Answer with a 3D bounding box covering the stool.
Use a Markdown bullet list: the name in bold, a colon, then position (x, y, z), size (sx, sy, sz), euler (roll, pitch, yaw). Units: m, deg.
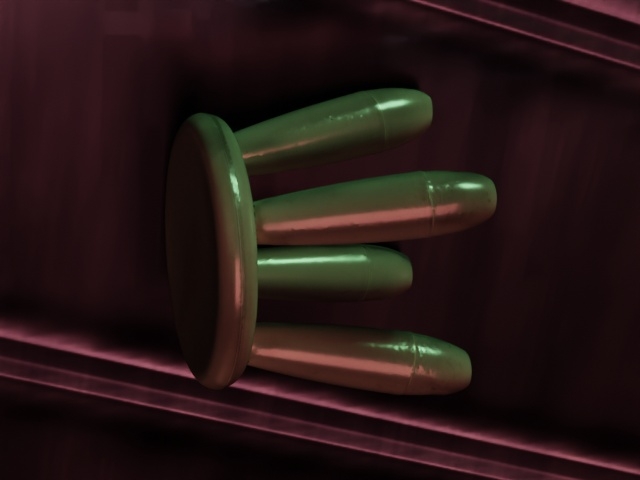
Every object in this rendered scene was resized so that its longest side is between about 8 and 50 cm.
- **stool**: position (0.000, 0.000, 1.403), size (0.199, 0.195, 0.195), euler (-5, 120, -17)
